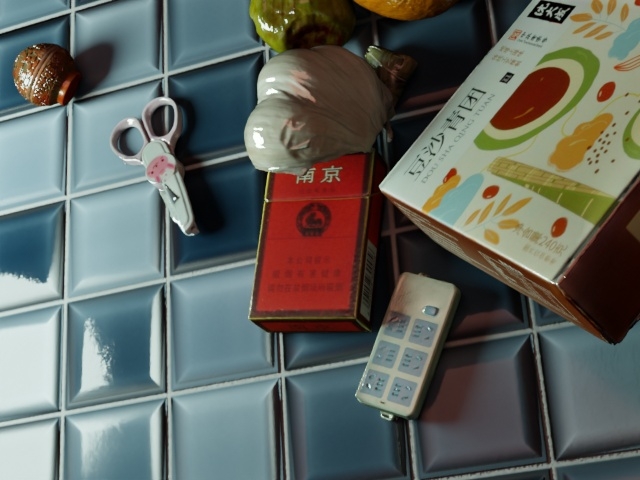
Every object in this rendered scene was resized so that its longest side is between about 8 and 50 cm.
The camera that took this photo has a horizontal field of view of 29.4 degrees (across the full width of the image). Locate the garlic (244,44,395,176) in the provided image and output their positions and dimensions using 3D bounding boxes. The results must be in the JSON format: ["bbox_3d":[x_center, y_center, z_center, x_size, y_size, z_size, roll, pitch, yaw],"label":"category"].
[{"bbox_3d":[-0.002,-0.184,1.587,0.178,0.229,0.142,3,114,33],"label":"garlic"}]

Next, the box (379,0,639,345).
[{"bbox_3d":[0.295,-0.109,1.390,0.344,0.122,0.385,-51,31,-3],"label":"box"}]

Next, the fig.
[{"bbox_3d":[-0.027,-0.341,1.709,0.144,0.154,0.165,-9,102,-20],"label":"fig"}]

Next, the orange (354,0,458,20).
[{"bbox_3d":[0.119,-0.406,1.638,0.224,0.170,0.224,4,64,-9],"label":"orange"}]

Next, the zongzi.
[{"bbox_3d":[0.086,-0.221,1.678,0.076,0.040,0.083,27,99,36],"label":"zongzi"}]

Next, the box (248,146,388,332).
[{"bbox_3d":[0.000,0.000,1.599,0.153,0.074,0.239,-4,67,26],"label":"box"}]

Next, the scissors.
[{"bbox_3d":[-0.224,-0.102,1.759,0.118,0.030,0.242,-33,56,8],"label":"scissors"}]

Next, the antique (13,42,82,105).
[{"bbox_3d":[-0.421,-0.255,1.867,0.104,0.104,0.104,-9,66,20],"label":"antique"}]

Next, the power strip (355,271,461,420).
[{"bbox_3d":[0.111,0.131,1.519,0.081,0.035,0.192,15,77,27],"label":"power strip"}]
